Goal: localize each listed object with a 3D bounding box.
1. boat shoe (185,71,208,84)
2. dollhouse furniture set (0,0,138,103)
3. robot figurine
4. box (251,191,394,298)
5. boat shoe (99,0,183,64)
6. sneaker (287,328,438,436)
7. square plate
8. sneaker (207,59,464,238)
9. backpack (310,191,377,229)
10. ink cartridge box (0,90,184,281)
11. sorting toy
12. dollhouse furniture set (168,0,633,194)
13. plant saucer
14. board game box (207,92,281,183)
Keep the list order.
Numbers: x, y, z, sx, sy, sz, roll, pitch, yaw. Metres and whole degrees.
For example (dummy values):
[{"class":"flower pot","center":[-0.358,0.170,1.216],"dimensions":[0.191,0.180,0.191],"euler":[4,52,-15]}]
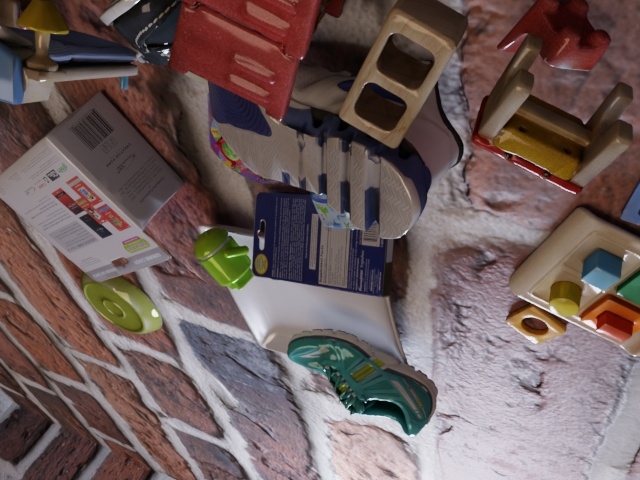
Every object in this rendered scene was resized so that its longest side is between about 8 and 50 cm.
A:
[{"class":"boat shoe","center":[-0.126,-0.229,0.759],"dimensions":[0.133,0.042,0.049],"euler":[8,157,30]},{"class":"dollhouse furniture set","center":[-0.326,-0.289,0.667],"dimensions":[0.304,0.286,0.198],"euler":[18,113,17]},{"class":"robot figurine","center":[-0.161,0.028,0.970],"dimensions":[0.115,0.067,0.101],"euler":[52,152,-19]},{"class":"box","center":[0.000,0.000,0.864],"dimensions":[0.225,0.036,0.136],"euler":[7,96,30]},{"class":"boat shoe","center":[-0.162,-0.240,0.633],"dimensions":[0.091,0.114,0.302],"euler":[49,-176,-24]},{"class":"sneaker","center":[0.062,0.237,1.002],"dimensions":[0.275,0.110,0.107],"euler":[22,142,14]},{"class":"square plate","center":[-0.015,0.107,1.046],"dimensions":[0.347,0.049,0.344],"euler":[8,136,30]},{"class":"sneaker","center":[0.029,-0.136,0.658],"dimensions":[0.316,0.182,0.127],"euler":[35,143,27]},{"class":"backpack","center":[0.043,-0.070,0.747],"dimensions":[0.105,0.114,0.084],"euler":[2,127,36]},{"class":"ink cartridge box","center":[-0.401,-0.075,1.058],"dimensions":[0.310,0.130,0.272],"euler":[-14,125,45]},{"class":"sorting toy","center":[0.355,0.067,0.730],"dimensions":[0.196,0.047,0.347],"euler":[29,143,5]},{"class":"dollhouse furniture set","center":[0.076,-0.185,0.539],"dimensions":[0.374,0.201,0.152],"euler":[27,143,-2]},{"class":"plant saucer","center":[-0.508,0.160,1.479],"dimensions":[0.241,0.037,0.240],"euler":[21,142,17]},{"class":"board game box","center":[-0.114,-0.140,0.854],"dimensions":[0.133,0.033,0.168],"euler":[25,142,11]}]
